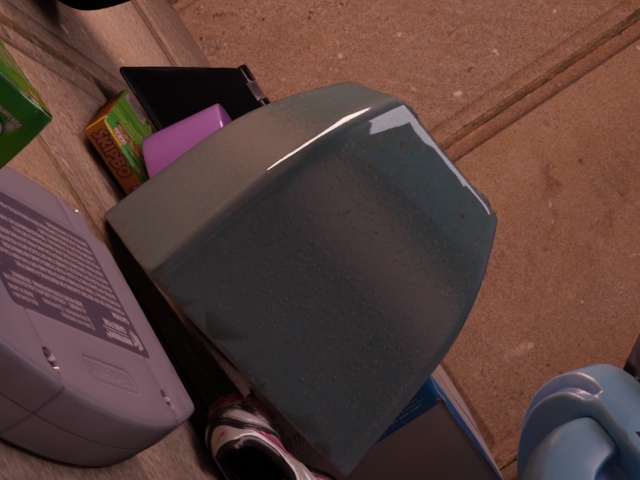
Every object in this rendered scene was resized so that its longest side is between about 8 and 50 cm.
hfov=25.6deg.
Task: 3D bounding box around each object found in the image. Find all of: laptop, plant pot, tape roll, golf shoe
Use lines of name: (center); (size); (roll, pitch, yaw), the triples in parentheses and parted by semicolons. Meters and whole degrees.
laptop: (-0.108, -0.017, 1.873); (0.382, 0.236, 0.408); (58, -27, 12)
plant pot: (0.000, 0.000, 1.223); (0.247, 0.252, 0.248); (47, -4, -21)
tape roll: (-0.087, -0.001, 1.473); (0.275, 0.090, 0.275); (-26, 90, -87)
golf shoe: (-0.025, 0.207, 1.114); (0.186, 0.067, 0.086); (45, 12, -16)

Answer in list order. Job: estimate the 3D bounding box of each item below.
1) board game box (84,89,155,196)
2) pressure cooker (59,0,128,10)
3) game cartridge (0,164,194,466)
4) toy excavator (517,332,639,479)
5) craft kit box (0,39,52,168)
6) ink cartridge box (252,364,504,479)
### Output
board game box: (-0.197, -0.090, 1.520); (0.124, 0.039, 0.259); (58, 2, -12)
pressure cooker: (-0.280, -0.533, 1.677); (0.420, 0.370, 0.375); (58, 0, -30)
game cartridge: (-0.171, 0.038, 0.833); (0.196, 0.060, 0.294); (54, 4, 20)
toy excavator: (0.216, 0.302, 1.072); (0.433, 0.445, 0.222); (55, -34, 37)
craft kit box: (-0.283, -0.177, 0.799); (0.246, 0.061, 0.250); (42, 5, -41)
ink cartridge box: (0.059, 0.199, 1.344); (0.168, 0.171, 0.233); (55, 5, -22)
